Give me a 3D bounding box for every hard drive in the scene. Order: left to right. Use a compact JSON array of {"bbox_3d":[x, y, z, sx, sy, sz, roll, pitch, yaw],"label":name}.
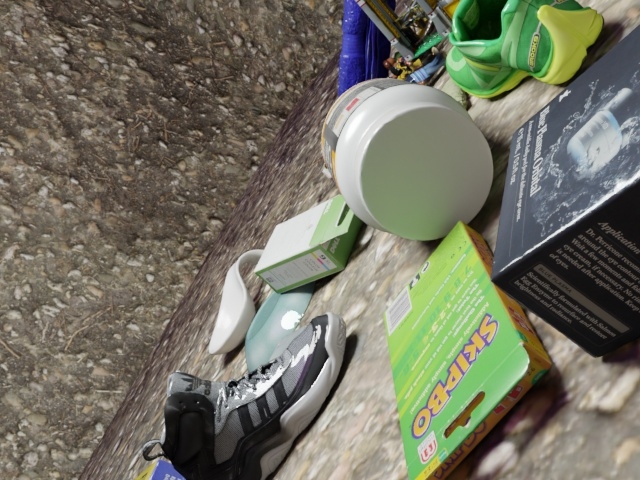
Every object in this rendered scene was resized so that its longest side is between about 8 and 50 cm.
[{"bbox_3d":[-0.059,0.187,0.984,0.094,0.022,0.135,-38,22,56],"label":"hard drive"}]

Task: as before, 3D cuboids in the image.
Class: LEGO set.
[{"bbox_3d":[0.191,-0.458,1.135,0.331,0.192,0.255,-19,33,52],"label":"LEGO set"}]

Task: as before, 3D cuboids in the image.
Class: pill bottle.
[{"bbox_3d":[0.089,-0.097,0.815,0.162,0.162,0.278,-54,12,10],"label":"pill bottle"}]

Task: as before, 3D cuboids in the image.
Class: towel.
[{"bbox_3d":[0.103,-0.381,1.396,0.227,0.076,0.308,-53,-28,-54],"label":"towel"},{"bbox_3d":[0.157,-0.163,1.041,0.148,0.027,0.110,-50,15,29],"label":"towel"}]

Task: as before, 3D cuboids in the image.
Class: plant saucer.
[{"bbox_3d":[-0.078,0.128,1.185,0.195,0.037,0.195,-53,11,16],"label":"plant saucer"}]

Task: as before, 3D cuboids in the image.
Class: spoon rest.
[{"bbox_3d":[-0.161,0.114,1.441,0.137,0.084,0.276,-47,14,38],"label":"spoon rest"}]

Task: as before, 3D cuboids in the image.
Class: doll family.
[{"bbox_3d":[0.162,-0.307,1.281,0.111,0.076,0.193,-34,11,10],"label":"doll family"}]

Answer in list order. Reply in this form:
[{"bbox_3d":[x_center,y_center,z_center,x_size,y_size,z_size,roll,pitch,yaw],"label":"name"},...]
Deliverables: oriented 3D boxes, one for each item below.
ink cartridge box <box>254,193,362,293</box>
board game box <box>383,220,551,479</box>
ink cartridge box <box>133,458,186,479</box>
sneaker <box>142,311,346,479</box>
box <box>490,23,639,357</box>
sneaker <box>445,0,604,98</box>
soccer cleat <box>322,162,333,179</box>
[{"bbox_3d":[0.000,0.000,1.106,0.209,0.062,0.109,-25,31,42],"label":"ink cartridge box"},{"bbox_3d":[0.106,0.081,0.584,0.124,0.039,0.259,-53,10,18],"label":"board game box"},{"bbox_3d":[-0.303,0.485,1.068,0.307,0.072,0.303,-49,13,41],"label":"ink cartridge box"},{"bbox_3d":[-0.091,0.174,0.829,0.268,0.153,0.101,-56,12,2],"label":"sneaker"},{"bbox_3d":[0.192,-0.042,0.426,0.158,0.093,0.156,-44,17,43],"label":"box"},{"bbox_3d":[0.204,-0.236,0.815,0.109,0.123,0.295,-57,11,0],"label":"sneaker"},{"bbox_3d":[0.026,-0.160,1.534,0.029,0.036,0.083,-46,16,40],"label":"soccer cleat"}]
